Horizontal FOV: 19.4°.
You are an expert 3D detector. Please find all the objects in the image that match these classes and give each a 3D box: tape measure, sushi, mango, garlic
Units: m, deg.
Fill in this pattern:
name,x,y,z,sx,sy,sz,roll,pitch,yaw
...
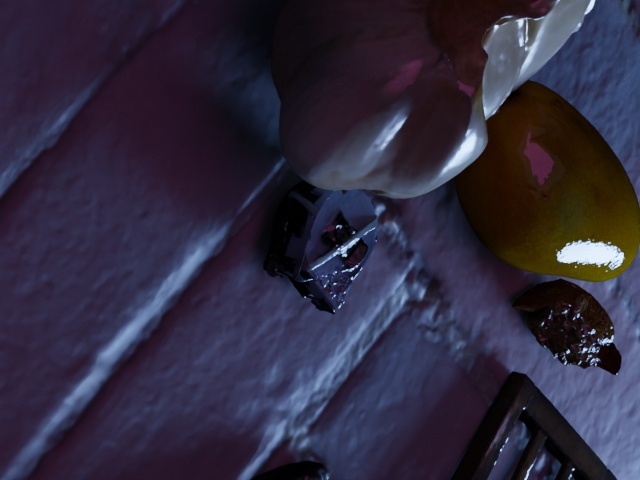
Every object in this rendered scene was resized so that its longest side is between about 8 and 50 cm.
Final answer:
name,x,y,z,sx,sy,sz,roll,pitch,yaw
tape measure,0.000,-0.002,1.443,0.091,0.054,0.094,37,74,-45
sushi,0.218,0.077,1.655,0.120,0.052,0.055,48,50,-38
mango,0.194,-0.035,1.576,0.253,0.113,0.138,41,65,-45
garlic,0.066,-0.141,1.403,0.281,0.184,0.203,-50,168,-32

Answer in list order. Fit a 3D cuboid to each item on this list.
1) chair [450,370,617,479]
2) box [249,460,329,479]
name,x,y,z,sx,sy,sz,roll,pitch,yaw
chair,0.188,0.343,1.537,0.203,0.240,0.416,46,67,-34
box,-0.039,0.246,1.462,0.126,0.027,0.125,-20,110,-38
